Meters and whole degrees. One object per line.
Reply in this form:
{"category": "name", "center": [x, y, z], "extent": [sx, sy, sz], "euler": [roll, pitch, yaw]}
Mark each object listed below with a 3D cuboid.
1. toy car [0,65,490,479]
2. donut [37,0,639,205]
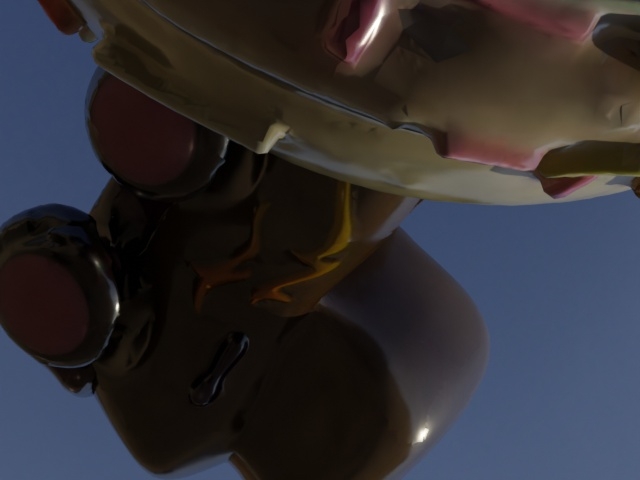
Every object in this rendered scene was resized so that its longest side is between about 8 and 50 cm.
{"category": "toy car", "center": [0.000, 0.000, 0.695], "extent": [0.240, 0.271, 0.341], "euler": [39, -59, 6]}
{"category": "donut", "center": [0.044, -0.170, 0.452], "extent": [0.382, 0.382, 0.142], "euler": [37, -32, 9]}
